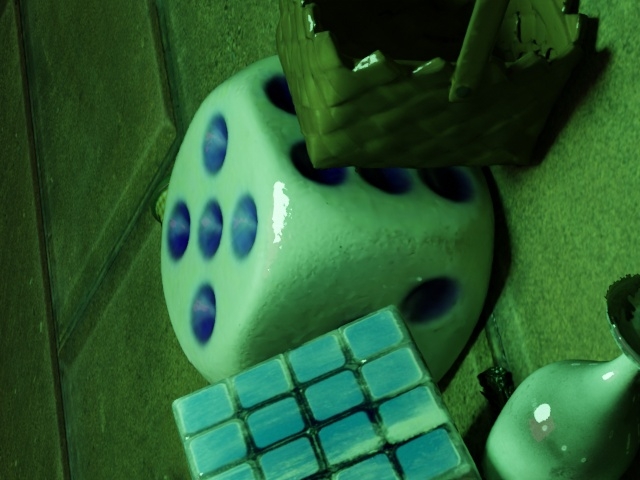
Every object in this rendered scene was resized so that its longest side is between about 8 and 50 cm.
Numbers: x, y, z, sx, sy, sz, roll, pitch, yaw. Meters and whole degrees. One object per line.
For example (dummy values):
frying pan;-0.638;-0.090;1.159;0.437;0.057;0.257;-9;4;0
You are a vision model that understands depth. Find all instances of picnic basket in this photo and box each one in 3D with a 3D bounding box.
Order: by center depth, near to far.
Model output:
picnic basket;0.110;-0.240;1.649;0.321;0.291;0.254;103;157;-44

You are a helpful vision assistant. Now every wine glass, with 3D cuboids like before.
wine glass;0.241;0.146;1.494;0.241;0.126;0.126;-54;39;43

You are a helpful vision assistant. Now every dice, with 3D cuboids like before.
dice;0.000;0.000;1.857;0.304;0.276;0.304;-108;33;-44

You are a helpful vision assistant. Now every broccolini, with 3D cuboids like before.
broccolini;0.195;0.185;1.703;0.035;0.030;0.140;-33;52;14

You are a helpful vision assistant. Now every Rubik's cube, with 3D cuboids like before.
Rubik's cube;0.031;0.265;1.656;0.256;0.259;0.253;-117;4;-51

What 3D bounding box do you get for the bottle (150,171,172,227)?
bottle;-0.126;0.029;2.265;0.156;0.143;0.271;87;163;-60
